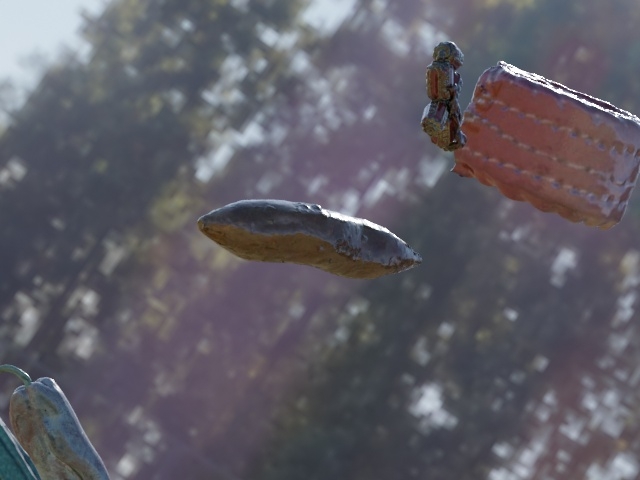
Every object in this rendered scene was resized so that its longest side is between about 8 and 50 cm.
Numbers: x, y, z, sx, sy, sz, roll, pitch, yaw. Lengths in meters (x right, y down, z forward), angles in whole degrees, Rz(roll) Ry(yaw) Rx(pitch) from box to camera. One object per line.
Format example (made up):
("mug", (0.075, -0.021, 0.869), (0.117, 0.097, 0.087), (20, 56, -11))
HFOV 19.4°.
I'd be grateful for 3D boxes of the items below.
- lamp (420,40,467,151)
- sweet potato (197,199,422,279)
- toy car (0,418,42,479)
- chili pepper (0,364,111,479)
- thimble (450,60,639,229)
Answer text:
("lamp", (0.101, -0.119, 1.508), (0.031, 0.083, 0.063), (2, -11, 17))
("sweet potato", (0.002, 0.000, 1.469), (0.218, 0.051, 0.065), (11, -12, -35))
("toy car", (-0.309, 0.216, 1.111), (0.141, 0.321, 0.097), (59, -29, -4))
("chili pepper", (-0.201, 0.159, 1.437), (0.050, 0.041, 0.153), (-22, -83, 43))
("thimble", (0.245, -0.097, 1.954), (0.190, 0.125, 0.163), (25, 10, 17))
